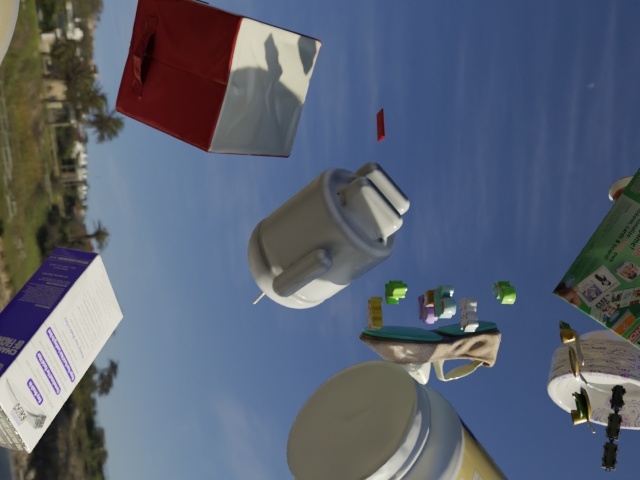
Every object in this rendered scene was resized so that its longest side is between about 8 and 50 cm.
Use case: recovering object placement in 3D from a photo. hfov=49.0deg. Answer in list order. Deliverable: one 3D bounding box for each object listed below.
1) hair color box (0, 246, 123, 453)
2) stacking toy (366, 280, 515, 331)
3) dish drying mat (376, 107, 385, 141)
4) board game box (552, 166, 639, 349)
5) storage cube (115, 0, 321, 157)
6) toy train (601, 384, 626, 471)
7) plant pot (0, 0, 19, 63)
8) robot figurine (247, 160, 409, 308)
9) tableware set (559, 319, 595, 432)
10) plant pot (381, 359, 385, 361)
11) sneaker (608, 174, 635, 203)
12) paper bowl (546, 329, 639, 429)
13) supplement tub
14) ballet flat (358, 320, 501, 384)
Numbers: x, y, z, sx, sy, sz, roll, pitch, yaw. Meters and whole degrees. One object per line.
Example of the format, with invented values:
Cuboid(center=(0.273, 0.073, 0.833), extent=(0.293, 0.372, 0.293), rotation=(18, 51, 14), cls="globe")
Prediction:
Cuboid(center=(-0.514, 0.193, 1.304), extent=(0.339, 0.110, 0.185), rotation=(-67, 159, -46), cls="hair color box")
Cuboid(center=(0.164, 0.096, 1.006), extent=(0.221, 0.166, 0.052), rotation=(114, -24, -75), cls="stacking toy")
Cuboid(center=(0.153, -0.291, 1.775), extent=(0.032, 0.008, 0.083), rotation=(138, -42, -55), cls="dish drying mat")
Cuboid(center=(0.535, 0.009, 1.064), extent=(0.213, 0.046, 0.317), rotation=(36, -74, 19), cls="board game box")
Cuboid(center=(-0.143, -0.237, 1.007), extent=(0.193, 0.215, 0.184), rotation=(26, -73, 31), cls="storage cube")
Cuboid(center=(0.534, 0.343, 1.281), extent=(0.036, 0.027, 0.158), rotation=(60, 44, -62), cls="toy train")
Cuboid(center=(-0.422, -0.194, 0.636), extent=(0.284, 0.284, 0.191), rotation=(112, -33, -50), cls="plant pot")
Cuboid(center=(0.000, 0.000, 1.334), extent=(0.353, 0.300, 0.200), rotation=(-36, -81, 32), cls="robot figurine")
Cuboid(center=(0.370, 0.198, 1.032), extent=(0.104, 0.024, 0.154), rotation=(-31, 110, -79), cls="tableware set")
Cuboid(center=(0.166, 0.313, 1.640), extent=(0.079, 0.083, 0.083), rotation=(-103, -168, -72), cls="plant pot")
Cuboid(center=(0.701, -0.081, 1.389), extent=(0.087, 0.221, 0.128), rotation=(56, 22, -44), cls="sneaker")
Cuboid(center=(0.682, 0.313, 1.633), extent=(0.148, 0.284, 0.284), rotation=(-68, -172, -29), cls="paper bowl")
Cuboid(center=(0.127, 0.352, 0.993), extent=(0.331, 0.241, 0.241), rotation=(53, -10, -28), cls="supplement tub")
Cuboid(center=(0.212, 0.212, 1.312), extent=(0.107, 0.315, 0.106), rotation=(14, -79, 63), cls="ballet flat")
